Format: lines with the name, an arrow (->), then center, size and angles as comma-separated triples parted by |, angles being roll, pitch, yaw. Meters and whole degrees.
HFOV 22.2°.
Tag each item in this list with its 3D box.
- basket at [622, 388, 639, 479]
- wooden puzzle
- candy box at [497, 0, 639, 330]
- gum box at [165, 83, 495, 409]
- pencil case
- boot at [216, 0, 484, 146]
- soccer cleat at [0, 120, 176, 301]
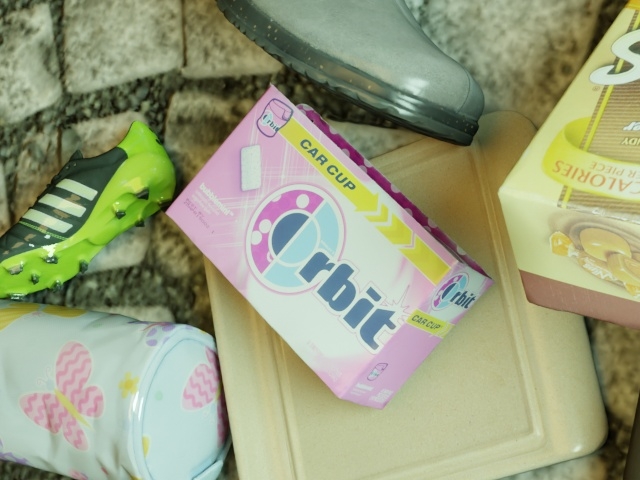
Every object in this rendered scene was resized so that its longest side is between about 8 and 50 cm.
basket -> 0.230, 0.148, 0.834 | 0.204, 0.154, 0.227 | 23, 96, 37
wooden puzzle -> 0.048, 0.055, 1.028 | 0.238, 0.044, 0.221 | -18, 71, 23
candy box -> 0.245, -0.084, 0.810 | 0.183, 0.087, 0.316 | 14, 52, 34
gum box -> 0.000, 0.000, 1.003 | 0.107, 0.062, 0.188 | -50, 62, 9
pencil case -> -0.191, 0.107, 1.119 | 0.273, 0.113, 0.124 | 3, 96, 32
boot -> 0.024, -0.221, 1.036 | 0.338, 0.118, 0.223 | 42, 102, 36
soccer cleat -> -0.181, -0.018, 1.175 | 0.179, 0.060, 0.072 | -31, 56, 16
